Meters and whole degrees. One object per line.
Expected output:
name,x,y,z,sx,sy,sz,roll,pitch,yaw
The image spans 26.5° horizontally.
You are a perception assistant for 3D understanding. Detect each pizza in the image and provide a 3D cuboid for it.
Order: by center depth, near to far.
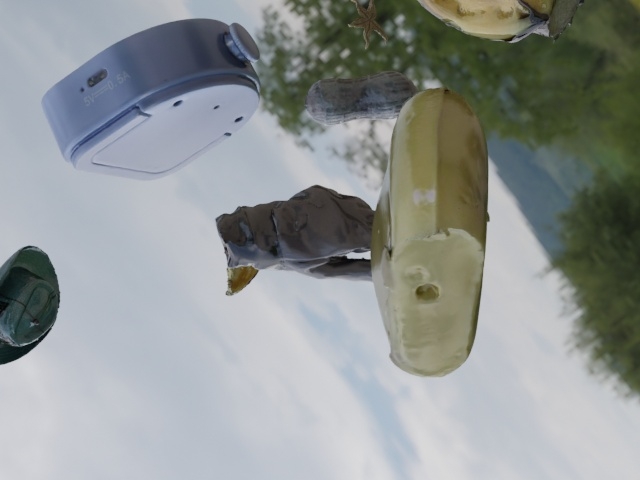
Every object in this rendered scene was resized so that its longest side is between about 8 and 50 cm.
pizza,-0.134,0.030,2.338,0.026,0.123,0.108,25,153,30

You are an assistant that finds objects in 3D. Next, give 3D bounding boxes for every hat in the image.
hat,-0.426,0.100,1.952,0.078,0.191,0.138,16,148,33

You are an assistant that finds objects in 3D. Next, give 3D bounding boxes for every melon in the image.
melon,0.150,-0.256,1.260,0.160,0.128,0.079,38,149,2

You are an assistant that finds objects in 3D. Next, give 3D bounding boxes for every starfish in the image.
starfish,0.079,-0.352,2.177,0.092,0.016,0.086,43,-123,-20

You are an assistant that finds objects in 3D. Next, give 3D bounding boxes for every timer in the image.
timer,-0.280,-0.270,2.446,0.173,0.395,0.395,64,-165,14

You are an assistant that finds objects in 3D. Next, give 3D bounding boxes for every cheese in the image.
cheese,0.122,-0.029,1.432,0.316,0.128,0.259,-87,3,-51

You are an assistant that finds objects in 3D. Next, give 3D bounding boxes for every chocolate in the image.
chocolate,0.060,-0.207,1.980,0.072,0.167,0.072,175,90,-89

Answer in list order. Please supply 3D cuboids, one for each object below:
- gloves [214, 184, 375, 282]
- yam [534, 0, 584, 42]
gloves,-0.002,-0.002,1.827,0.119,0.285,0.142,141,121,-63
yam,0.214,-0.351,1.789,0.279,0.131,0.131,21,177,29
